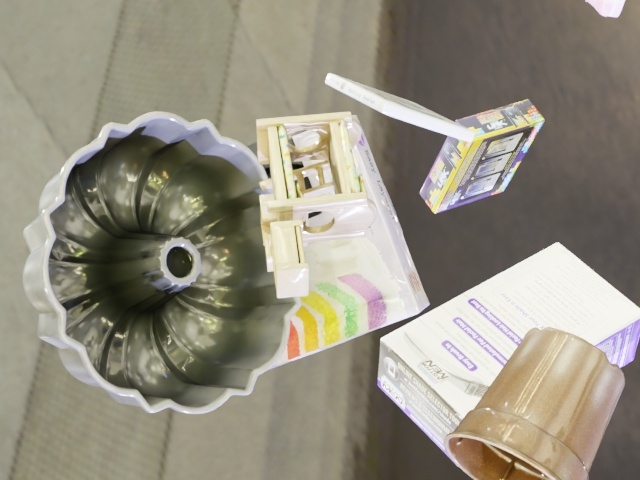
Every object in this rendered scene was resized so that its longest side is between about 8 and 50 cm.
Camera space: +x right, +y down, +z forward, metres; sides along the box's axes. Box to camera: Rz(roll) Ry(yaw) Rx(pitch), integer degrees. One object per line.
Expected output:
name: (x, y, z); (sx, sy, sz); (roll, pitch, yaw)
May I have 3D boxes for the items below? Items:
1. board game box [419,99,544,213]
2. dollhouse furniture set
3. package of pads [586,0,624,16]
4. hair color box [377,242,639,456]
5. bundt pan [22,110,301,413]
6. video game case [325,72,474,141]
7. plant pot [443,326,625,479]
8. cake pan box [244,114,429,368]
board game box: (0.239, -0.125, 2.089); (0.141, 0.170, 0.048); (-16, 60, -30)
dollhouse furniture set: (0.000, 0.000, 1.330); (0.161, 0.101, 0.182); (91, -8, -52)
package of pads: (0.339, -0.305, 1.625); (0.032, 0.083, 0.050); (6, 28, -22)
hair color box: (0.268, 0.154, 1.974); (0.339, 0.185, 0.110); (-25, 139, -27)
bundt pan: (-0.185, 0.030, 1.545); (0.331, 0.124, 0.330); (7, 78, -37)
video game case: (0.104, -0.174, 1.838); (0.157, 0.143, 0.019); (14, 103, -36)
plant pot: (0.248, 0.196, 1.561); (0.167, 0.167, 0.165); (47, 65, -34)
cake pan box: (-0.028, 0.003, 1.701); (0.070, 0.246, 0.267); (-19, 89, -75)
